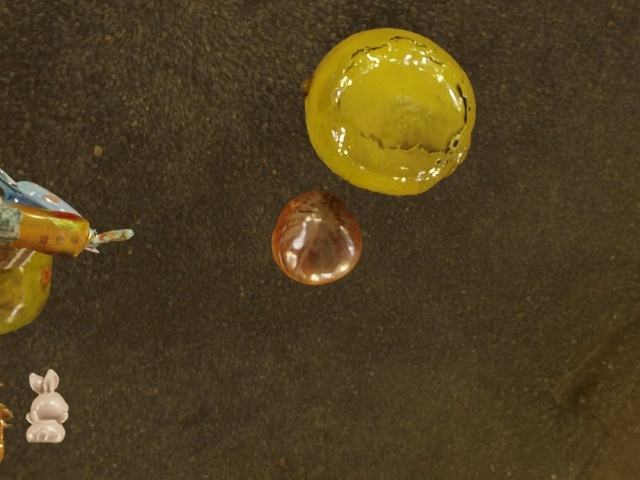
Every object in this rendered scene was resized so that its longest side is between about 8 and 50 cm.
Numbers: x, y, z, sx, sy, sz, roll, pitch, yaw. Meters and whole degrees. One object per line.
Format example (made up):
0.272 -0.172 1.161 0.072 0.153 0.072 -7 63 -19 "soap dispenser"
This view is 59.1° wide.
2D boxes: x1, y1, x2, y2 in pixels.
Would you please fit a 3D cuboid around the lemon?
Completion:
0.118 -0.220 0.984 0.297 0.297 0.297 -6 116 -13 "lemon"

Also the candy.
-0.267 -0.008 0.549 0.182 0.053 0.046 13 92 -58 "candy"

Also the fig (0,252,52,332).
-0.882 0.084 1.466 0.344 0.343 0.343 -6 116 -13 "fig"

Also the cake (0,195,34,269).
-0.709 -0.020 1.278 0.135 0.147 0.134 42 97 0 "cake"

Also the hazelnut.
0.000 0.000 1.049 0.182 0.182 0.182 -6 116 -13 "hazelnut"

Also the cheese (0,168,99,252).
-0.417 -0.054 0.812 0.052 0.135 0.244 -61 139 -23 "cheese"

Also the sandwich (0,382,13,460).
-0.824 0.443 1.286 0.251 0.162 0.301 -25 130 -21 "sandwich"

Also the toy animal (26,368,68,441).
-0.812 0.498 1.698 0.124 0.124 0.212 6 73 -18 "toy animal"
